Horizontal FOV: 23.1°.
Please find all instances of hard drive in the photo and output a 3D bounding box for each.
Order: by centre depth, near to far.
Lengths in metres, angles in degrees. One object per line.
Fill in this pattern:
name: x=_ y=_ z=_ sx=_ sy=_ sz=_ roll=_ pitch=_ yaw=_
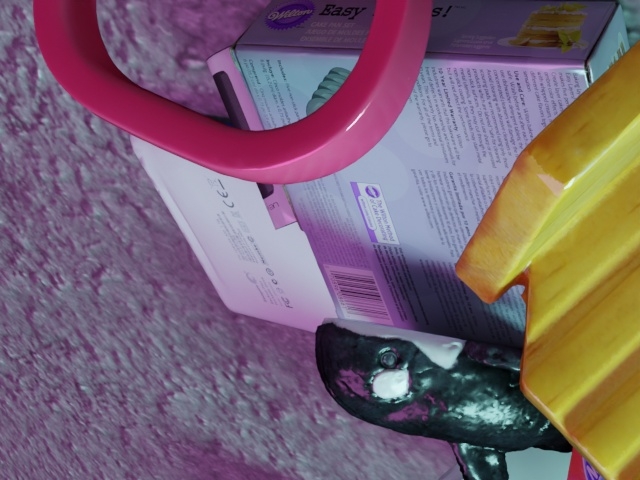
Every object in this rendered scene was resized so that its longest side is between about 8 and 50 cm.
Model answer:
hard drive: x=0.000 y=0.000 z=1.265 sx=0.318 sy=0.040 sz=0.210 roll=11 pitch=139 yaw=45

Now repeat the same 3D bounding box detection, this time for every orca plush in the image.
orca plush: x=0.119 y=0.128 z=1.073 sx=0.287 sy=0.102 sz=0.151 roll=15 pitch=172 yaw=-41

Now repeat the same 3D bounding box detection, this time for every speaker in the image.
speaker: x=-0.032 y=-0.078 z=1.134 sx=0.055 sy=0.055 sz=0.136 roll=-21 pitch=91 yaw=59

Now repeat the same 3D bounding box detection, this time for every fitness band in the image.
fitness band: x=-0.057 y=-0.152 z=0.963 sx=0.291 sy=0.209 sz=0.054 roll=26 pitch=-173 yaw=32

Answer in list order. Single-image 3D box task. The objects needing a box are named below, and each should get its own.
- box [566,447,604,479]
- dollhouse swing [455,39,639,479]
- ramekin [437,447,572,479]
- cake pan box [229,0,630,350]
box: x=0.257 y=0.148 z=0.983 sx=0.300 sy=0.154 sz=0.142 roll=85 pitch=165 yaw=-53
dollhouse swing: x=0.272 y=0.008 z=0.637 sx=0.347 sy=0.315 sz=0.305 roll=47 pitch=174 yaw=13
ramekin: x=0.176 y=0.281 z=1.202 sx=0.277 sy=0.277 sz=0.135 roll=38 pitch=144 yaw=8
cake pan box: x=0.095 y=-0.033 z=1.017 sx=0.245 sy=0.070 sz=0.267 roll=7 pitch=135 yaw=33
